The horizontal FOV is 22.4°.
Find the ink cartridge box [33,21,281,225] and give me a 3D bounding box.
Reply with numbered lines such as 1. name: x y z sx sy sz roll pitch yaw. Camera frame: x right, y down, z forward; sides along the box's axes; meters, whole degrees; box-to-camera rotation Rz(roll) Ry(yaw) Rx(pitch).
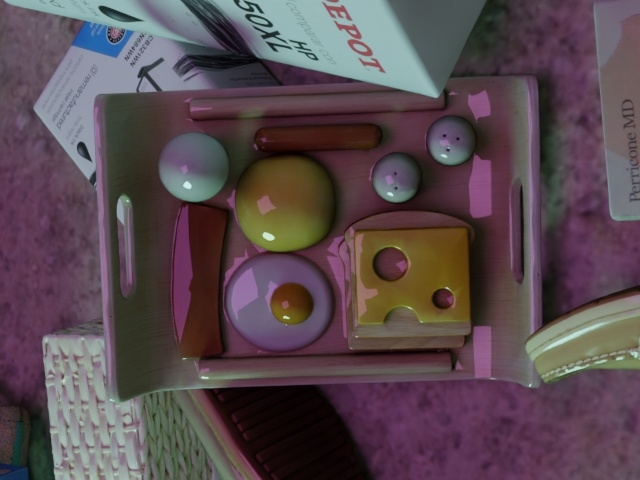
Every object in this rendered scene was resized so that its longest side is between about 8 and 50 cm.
1. ink cartridge box: -0.111 -0.088 1.270 0.203 0.086 0.148 50 120 22

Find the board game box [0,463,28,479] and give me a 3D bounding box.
1. board game box: -0.341 0.265 1.396 0.210 0.047 0.160 3 98 30

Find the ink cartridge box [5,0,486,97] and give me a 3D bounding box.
1. ink cartridge box: -0.098 -0.265 1.075 0.395 0.285 0.166 15 71 29

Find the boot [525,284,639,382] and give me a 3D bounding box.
1. boot: 0.267 0.114 1.018 0.262 0.095 0.203 -17 87 30

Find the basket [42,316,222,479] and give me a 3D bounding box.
1. basket: -0.150 0.144 1.317 0.113 0.103 0.167 -2 95 37

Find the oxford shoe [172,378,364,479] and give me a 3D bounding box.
1. oxford shoe: -0.030 0.215 1.229 0.130 0.123 0.348 -47 69 33

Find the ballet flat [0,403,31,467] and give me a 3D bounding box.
1. ballet flat: -0.388 0.149 1.506 0.316 0.107 0.106 16 89 27

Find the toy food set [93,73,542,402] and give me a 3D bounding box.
1. toy food set: 0.000 0.000 1.128 0.306 0.092 0.219 -2 95 4

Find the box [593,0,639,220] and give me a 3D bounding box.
1. box: 0.325 -0.090 0.930 0.311 0.121 0.148 -4 94 36
